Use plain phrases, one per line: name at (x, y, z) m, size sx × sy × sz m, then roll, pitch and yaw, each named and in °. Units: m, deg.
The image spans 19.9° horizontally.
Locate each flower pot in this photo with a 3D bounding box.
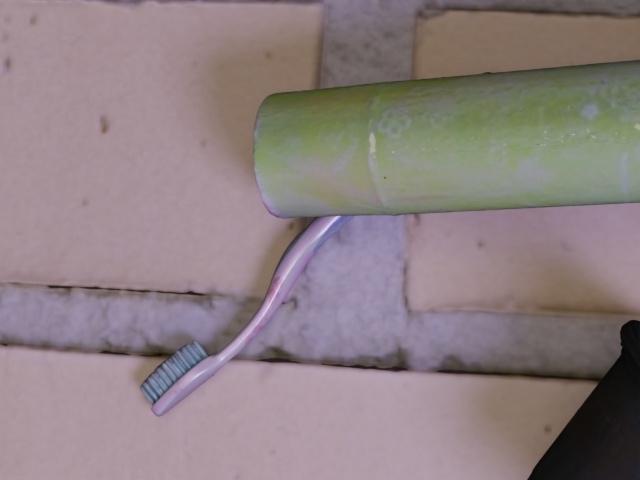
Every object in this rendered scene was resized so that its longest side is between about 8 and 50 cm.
flower pot at (0.176, 0.129, 0.916) m, size 0.107 × 0.157 × 0.157 m, roll -46°, pitch 78°, yaw 14°

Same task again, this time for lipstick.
lipstick at (0.115, -0.054, 0.938) m, size 0.304 × 0.076 × 0.076 m, roll -2°, pitch 81°, yaw 22°

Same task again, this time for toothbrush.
toothbrush at (0.000, 0.000, 1.021) m, size 0.269 × 0.021 × 0.027 m, roll -44°, pitch 83°, yaw 0°
